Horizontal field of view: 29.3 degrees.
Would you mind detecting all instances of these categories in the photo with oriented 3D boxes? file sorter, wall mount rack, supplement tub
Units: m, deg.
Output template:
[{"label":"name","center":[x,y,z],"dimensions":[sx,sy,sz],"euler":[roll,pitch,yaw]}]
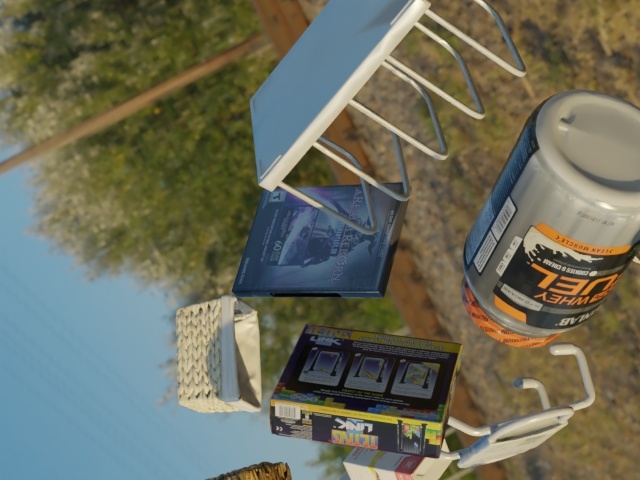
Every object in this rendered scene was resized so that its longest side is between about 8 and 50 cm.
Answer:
[{"label":"file sorter","center":[0.071,-0.172,1.401],"dimensions":[0.173,0.278,0.193],"euler":[30,-153,-25]},{"label":"wall mount rack","center":[0.207,0.241,1.718],"dimensions":[0.350,0.304,0.130],"euler":[106,151,-69]},{"label":"supplement tub","center":[0.294,-0.015,1.507],"dimensions":[0.193,0.193,0.316],"euler":[62,151,30]}]

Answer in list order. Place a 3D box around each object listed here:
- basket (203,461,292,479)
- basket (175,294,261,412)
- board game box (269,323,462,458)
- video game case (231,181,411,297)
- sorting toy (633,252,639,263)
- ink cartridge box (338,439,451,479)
[{"label":"basket","center":[-0.149,0.530,1.968],"dimensions":[0.213,0.223,0.299],"euler":[5,-114,-64]},{"label":"basket","center":[-0.158,0.180,1.880],"dimensions":[0.113,0.103,0.167],"euler":[44,-140,-65]},{"label":"board game box","center":[0.048,0.149,1.230],"dimensions":[0.141,0.170,0.048],"euler":[-61,-25,-59]},{"label":"video game case","center":[0.000,0.000,1.936],"dimensions":[0.026,0.274,0.196],"euler":[45,-128,-46]},{"label":"sorting toy","center":[0.520,0.014,2.077],"dimensions":[0.083,0.045,0.075],"euler":[38,-177,-37]},{"label":"ink cartridge box","center":[0.125,0.400,2.236],"dimensions":[0.198,0.115,0.067],"euler":[1,123,40]}]
